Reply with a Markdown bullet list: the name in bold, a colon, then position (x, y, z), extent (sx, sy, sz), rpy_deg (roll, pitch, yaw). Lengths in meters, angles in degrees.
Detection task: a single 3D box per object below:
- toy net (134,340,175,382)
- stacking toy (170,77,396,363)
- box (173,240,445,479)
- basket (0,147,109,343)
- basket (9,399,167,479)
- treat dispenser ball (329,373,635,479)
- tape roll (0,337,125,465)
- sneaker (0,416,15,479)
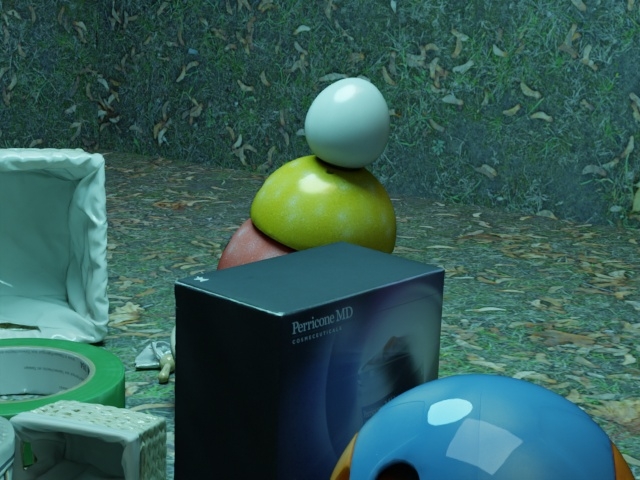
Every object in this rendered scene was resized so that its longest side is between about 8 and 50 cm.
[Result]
- **toy net**: position (-0.207, 0.192, 1.834), extent (0.122, 0.045, 0.232), rpy_deg (-9, 17, -38)
- **stacking toy**: position (0.000, 0.000, 1.656), extent (0.350, 0.480, 0.350), rpy_deg (14, 18, -5)
- **box**: position (-0.011, 0.177, 1.372), extent (0.182, 0.294, 0.296), rpy_deg (13, 17, 40)
- **basket**: position (-0.543, 0.004, 2.019), extent (0.328, 0.331, 0.266), rpy_deg (-2, 8, -15)
- **basket**: position (-0.273, 0.259, 1.390), extent (0.167, 0.113, 0.103), rpy_deg (6, 12, 19)
- **treat dispenser ball**: position (0.143, 0.262, 1.029), extent (0.288, 0.288, 0.288), rpy_deg (2, 13, 0)
- **tape roll**: position (-0.434, 0.219, 1.624), extent (0.321, 0.077, 0.321), rpy_deg (1, 14, 0)
- **sneaker**: position (-0.390, 0.284, 1.235), extent (0.126, 0.128, 0.321), rpy_deg (1, 11, -11)
